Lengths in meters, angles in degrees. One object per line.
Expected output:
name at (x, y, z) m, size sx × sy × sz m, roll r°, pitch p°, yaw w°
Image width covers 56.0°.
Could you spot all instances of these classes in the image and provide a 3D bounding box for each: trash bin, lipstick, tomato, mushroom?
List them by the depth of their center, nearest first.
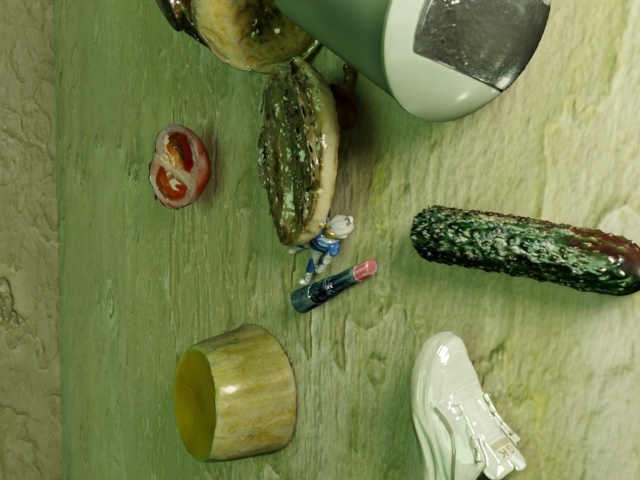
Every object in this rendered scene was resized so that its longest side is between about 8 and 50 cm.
trash bin at (0.121, -0.364, 0.884) m, size 0.432 × 0.280 × 0.280 m, roll 47°, pitch 127°, yaw 42°
mushroom at (0.032, -0.280, 1.154) m, size 0.088 × 0.073 × 0.129 m, roll 22°, pitch 110°, yaw 44°
lipstick at (0.030, 0.087, 1.217) m, size 0.234 × 0.053 × 0.053 m, roll -31°, pitch 69°, yaw 43°
tomato at (-0.357, -0.194, 1.617) m, size 0.199 × 0.112 × 0.228 m, roll 40°, pitch 120°, yaw 27°

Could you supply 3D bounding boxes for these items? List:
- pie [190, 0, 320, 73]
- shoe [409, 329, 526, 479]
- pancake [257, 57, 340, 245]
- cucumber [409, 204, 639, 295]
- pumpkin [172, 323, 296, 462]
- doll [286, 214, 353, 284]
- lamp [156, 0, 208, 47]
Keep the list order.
pie at (-0.114, -0.445, 1.178) m, size 0.274 × 0.274 × 0.055 m, roll -54°, pitch 32°, yaw 39°
shoe at (0.237, 0.302, 0.920) m, size 0.159 × 0.124 × 0.316 m, roll 1°, pitch 99°, yaw 52°
pancake at (-0.053, -0.178, 1.200) m, size 0.382 × 0.071 × 0.382 m, roll 175°, pitch 90°, yaw -67°
cucumber at (0.286, 0.012, 0.849) m, size 0.359 × 0.096 × 0.096 m, roll 13°, pitch 103°, yaw 51°
pumpkin at (-0.223, 0.372, 1.437) m, size 0.332 × 0.199 × 0.332 m, roll 2°, pitch 93°, yaw 49°
doll at (0.000, 0.000, 1.235) m, size 0.227 × 0.057 × 0.114 m, roll -42°, pitch 57°, yaw 46°
lamp at (-0.226, -0.559, 1.296) m, size 0.303 × 0.257 × 0.303 m, roll 52°, pitch 168°, yaw 16°
